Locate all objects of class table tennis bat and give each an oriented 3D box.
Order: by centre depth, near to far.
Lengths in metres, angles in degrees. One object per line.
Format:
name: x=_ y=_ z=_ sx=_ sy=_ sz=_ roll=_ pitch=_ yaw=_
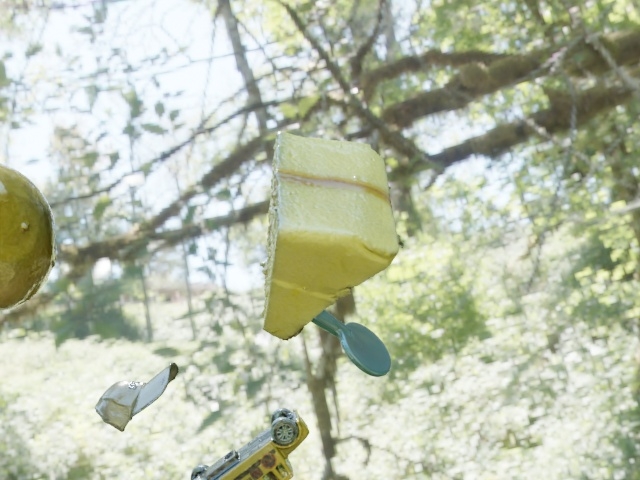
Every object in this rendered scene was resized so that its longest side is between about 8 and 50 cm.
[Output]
table tennis bat: x=0.061 y=0.193 z=1.852 sx=0.201 sy=0.124 sz=0.033 roll=36 pitch=-61 yaw=-16

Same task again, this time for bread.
bread: x=0.000 y=0.000 z=1.454 sx=0.198 sy=0.263 sz=0.236 roll=10 pitch=-49 yaw=-11

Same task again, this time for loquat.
loquat: x=-0.380 y=0.001 z=1.056 sx=0.149 sy=0.172 sz=0.204 roll=-9 pitch=27 yaw=8

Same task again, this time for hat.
hat: x=-0.375 y=0.302 z=1.950 sx=0.175 sy=0.085 sz=0.147 roll=-44 pitch=3 yaw=8

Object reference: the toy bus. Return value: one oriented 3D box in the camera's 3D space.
toy bus: x=-0.160 y=0.474 z=1.885 sx=0.335 sy=0.123 sz=0.121 roll=-36 pitch=5 yaw=-3
